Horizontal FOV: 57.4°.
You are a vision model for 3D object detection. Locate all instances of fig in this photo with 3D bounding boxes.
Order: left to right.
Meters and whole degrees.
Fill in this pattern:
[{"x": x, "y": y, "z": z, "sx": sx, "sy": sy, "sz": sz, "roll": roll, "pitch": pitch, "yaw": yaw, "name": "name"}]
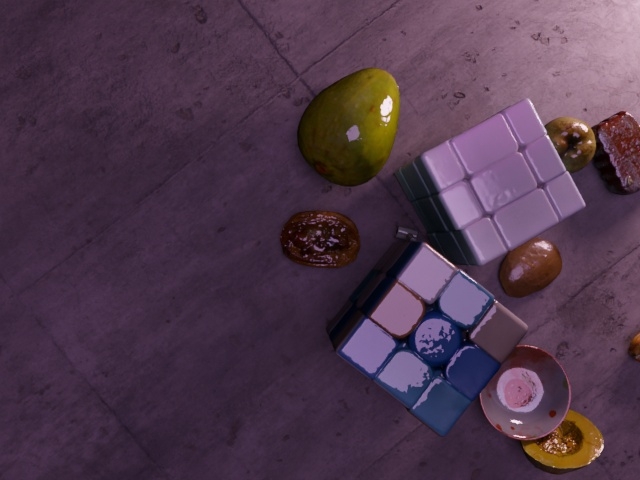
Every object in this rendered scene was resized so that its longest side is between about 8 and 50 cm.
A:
[{"x": 0.087, "y": -0.314, "z": 1.566, "sx": 0.258, "sy": 0.258, "sz": 0.326, "roll": 29, "pitch": 81, "yaw": -4, "name": "fig"}]

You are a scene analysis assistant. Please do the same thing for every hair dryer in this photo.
[{"x": 0.246, "y": -0.008, "z": 1.636, "sx": 0.063, "sy": 0.124, "sz": 0.038, "roll": 15, "pitch": 103, "yaw": -3, "name": "hair dryer"}]

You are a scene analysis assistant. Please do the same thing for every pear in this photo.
[{"x": 0.695, "y": -0.268, "z": 1.662, "sx": 0.167, "sy": 0.136, "sz": 0.167, "roll": 0, "pitch": 94, "yaw": -1, "name": "pear"}]

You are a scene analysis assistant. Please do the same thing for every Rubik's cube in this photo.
[{"x": 0.254, "y": 0.231, "z": 1.527, "sx": 0.344, "sy": 0.347, "sz": 0.346, "roll": 38, "pitch": 87, "yaw": -2, "name": "Rubik's cube"}, {"x": 0.429, "y": -0.139, "z": 1.553, "sx": 0.319, "sy": 0.322, "sz": 0.316, "roll": -29, "pitch": 91, "yaw": -5, "name": "Rubik's cube"}]

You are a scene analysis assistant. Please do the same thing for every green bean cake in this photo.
[{"x": 0.897, "y": -0.261, "z": 1.697, "sx": 0.198, "sy": 0.097, "sz": 0.232, "roll": -32, "pitch": 92, "yaw": -2, "name": "green bean cake"}]

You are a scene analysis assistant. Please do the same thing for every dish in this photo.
[{"x": 0.572, "y": 0.429, "z": 1.675, "sx": 0.260, "sy": 0.085, "sz": 0.260, "roll": 0, "pitch": 83, "yaw": -1, "name": "dish"}]

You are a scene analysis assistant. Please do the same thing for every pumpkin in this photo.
[{"x": 0.667, "y": 0.581, "z": 1.646, "sx": 0.217, "sy": 0.217, "sz": 0.110, "roll": -9, "pitch": 122, "yaw": -4, "name": "pumpkin"}]

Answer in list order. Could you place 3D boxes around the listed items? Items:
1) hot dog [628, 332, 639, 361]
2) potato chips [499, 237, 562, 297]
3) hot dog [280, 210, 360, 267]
[{"x": 1.020, "y": 0.272, "z": 1.720, "sx": 0.249, "sy": 0.068, "sz": 0.100, "roll": -29, "pitch": 105, "yaw": -2, "name": "hot dog"}, {"x": 0.616, "y": 0.079, "z": 1.702, "sx": 0.202, "sy": 0.049, "sz": 0.150, "roll": -25, "pitch": 97, "yaw": -10, "name": "potato chips"}, {"x": 0.000, "y": -0.002, "z": 1.633, "sx": 0.227, "sy": 0.099, "sz": 0.160, "roll": -2, "pitch": 89, "yaw": -1, "name": "hot dog"}]
